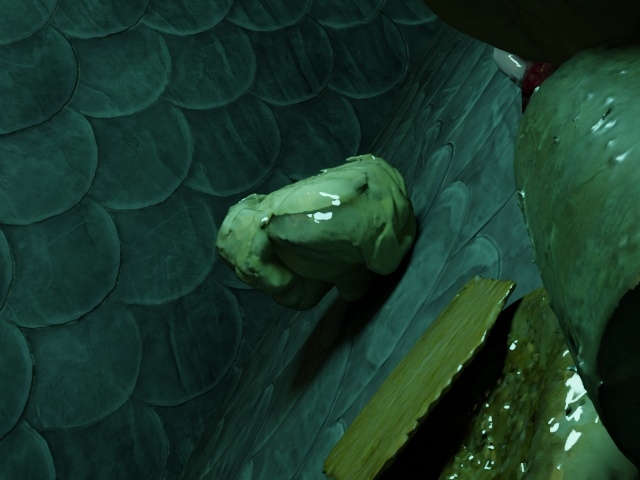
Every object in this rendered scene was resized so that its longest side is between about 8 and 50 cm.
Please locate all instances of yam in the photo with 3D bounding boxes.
[{"bbox_3d":[0.184,-0.008,0.415,0.161,0.161,0.268,-55,7,21],"label":"yam"}]

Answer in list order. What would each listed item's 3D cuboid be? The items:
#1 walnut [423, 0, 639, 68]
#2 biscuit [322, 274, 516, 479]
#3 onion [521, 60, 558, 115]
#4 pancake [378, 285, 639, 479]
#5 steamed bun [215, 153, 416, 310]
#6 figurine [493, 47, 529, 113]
[{"bbox_3d":[0.213,-0.275,0.575,0.383,0.384,0.383,-56,6,9],"label":"walnut"},{"bbox_3d":[0.078,0.124,0.721,0.237,0.013,0.232,-52,-1,-1],"label":"biscuit"},{"bbox_3d":[0.283,-0.196,0.901,0.206,0.098,0.151,-55,5,14],"label":"onion"},{"bbox_3d":[0.095,0.179,0.572,0.382,0.071,0.382,-56,4,6],"label":"pancake"},{"bbox_3d":[0.000,-0.001,1.447,0.372,0.230,0.325,-14,9,36],"label":"steamed bun"},{"bbox_3d":[0.269,-0.295,1.034,0.176,0.287,0.186,-30,37,-18],"label":"figurine"}]
